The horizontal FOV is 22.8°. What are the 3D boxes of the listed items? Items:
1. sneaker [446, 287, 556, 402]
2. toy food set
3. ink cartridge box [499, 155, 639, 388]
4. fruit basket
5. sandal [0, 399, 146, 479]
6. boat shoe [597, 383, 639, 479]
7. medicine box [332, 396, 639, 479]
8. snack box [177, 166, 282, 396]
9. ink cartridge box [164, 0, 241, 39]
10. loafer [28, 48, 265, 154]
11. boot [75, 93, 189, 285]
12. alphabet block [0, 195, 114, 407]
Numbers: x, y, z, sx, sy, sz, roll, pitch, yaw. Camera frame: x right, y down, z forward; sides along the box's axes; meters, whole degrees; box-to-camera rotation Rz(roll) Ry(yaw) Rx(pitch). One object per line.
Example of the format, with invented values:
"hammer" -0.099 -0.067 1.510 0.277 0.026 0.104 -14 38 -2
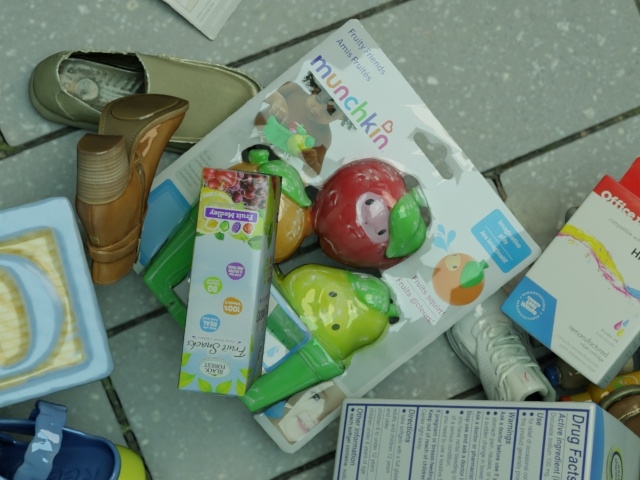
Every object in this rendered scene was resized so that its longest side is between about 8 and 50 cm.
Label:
"sneaker" 0.213 0.140 1.755 0.090 0.115 0.232 -23 90 -12
"toy food set" 0.286 0.082 1.777 0.104 0.111 0.232 -12 84 -11
"ink cartridge box" 0.316 0.027 1.685 0.134 0.078 0.231 38 92 19
"fruit basket" 0.000 0.000 1.676 0.353 0.165 0.327 -38 94 9
"sandal" -0.340 0.222 1.582 0.317 0.138 0.126 -10 49 14
"boat shoe" 0.407 0.285 1.731 0.111 0.104 0.307 -35 115 10
"medicine box" 0.160 0.305 1.618 0.289 0.149 0.263 -2 70 29
"snack box" -0.084 0.036 1.523 0.070 0.174 0.207 8 93 3
"ink cartridge box" -0.162 -0.360 1.764 0.224 0.056 0.181 39 79 -25
"loafer" -0.178 -0.151 1.711 0.268 0.092 0.102 4 85 -11
"boot" -0.192 -0.057 1.616 0.073 0.197 0.152 12 120 22
"alphabet block" -0.327 0.074 1.611 0.193 0.197 0.192 -13 89 -12
